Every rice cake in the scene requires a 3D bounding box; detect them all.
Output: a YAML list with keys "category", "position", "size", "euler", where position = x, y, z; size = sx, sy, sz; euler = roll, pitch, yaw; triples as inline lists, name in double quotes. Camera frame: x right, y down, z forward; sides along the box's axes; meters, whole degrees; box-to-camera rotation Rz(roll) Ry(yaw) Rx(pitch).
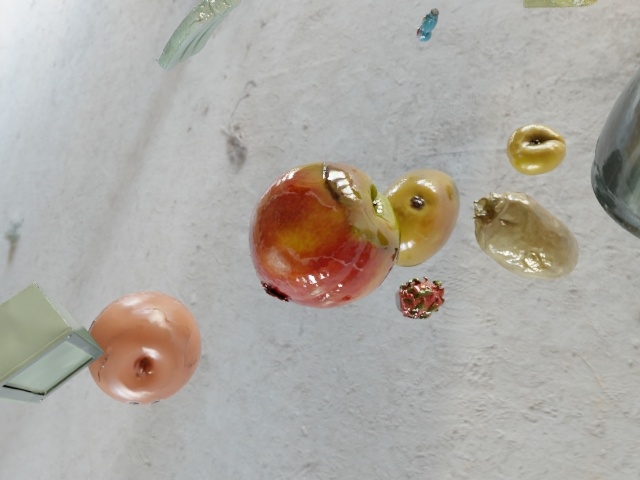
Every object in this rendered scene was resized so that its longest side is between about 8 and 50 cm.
- category: "rice cake"
  position: [-0.246, -0.420, 0.996]
  size: [0.237, 0.043, 0.127]
  euler: [-12, 29, 53]

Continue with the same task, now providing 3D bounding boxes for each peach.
- category: "peach"
  position: [0.000, 0.000, 1.167]
  size: [0.369, 0.369, 0.371]
  euler: [-16, 65, 37]
- category: "peach"
  position: [0.662, -0.278, 1.530]
  size: [0.179, 0.103, 0.179]
  euler: [-5, 56, 7]

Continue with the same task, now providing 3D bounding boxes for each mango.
- category: "mango"
  position: [0.296, -0.076, 1.518]
  size: [0.232, 0.445, 0.300]
  euler: [31, 107, 12]

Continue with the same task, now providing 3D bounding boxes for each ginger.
- category: "ginger"
  position: [0.410, -0.004, 0.990]
  size: [0.138, 0.267, 0.152]
  euler: [-54, 28, 22]

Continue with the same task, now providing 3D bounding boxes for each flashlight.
- category: "flashlight"
  position: [0.319, -0.634, 1.466]
  size: [0.129, 0.051, 0.051]
  euler: [126, 154, -77]

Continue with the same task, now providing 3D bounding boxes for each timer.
- category: "timer"
  position: [-0.365, 0.220, 1.035]
  size: [0.215, 0.229, 0.230]
  euler: [15, 85, 69]

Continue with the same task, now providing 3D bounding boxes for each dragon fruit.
- category: "dragon fruit"
  position: [0.375, 0.213, 1.871]
  size: [0.167, 0.171, 0.160]
  euler: [-101, 6, -54]

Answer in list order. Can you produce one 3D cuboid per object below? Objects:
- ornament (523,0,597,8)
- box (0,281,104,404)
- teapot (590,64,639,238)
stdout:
- category: "ornament"
  position: [0.489, -0.551, 1.039]
  size: [0.059, 0.201, 0.180]
  euler: [-57, 4, -29]
- category: "box"
  position: [-0.413, 0.161, 0.722]
  size: [0.129, 0.225, 0.086]
  euler: [-40, 82, -22]
- category: "teapot"
  position: [0.461, -0.125, 0.483]
  size: [0.321, 0.240, 0.240]
  euler: [8, 54, 21]
